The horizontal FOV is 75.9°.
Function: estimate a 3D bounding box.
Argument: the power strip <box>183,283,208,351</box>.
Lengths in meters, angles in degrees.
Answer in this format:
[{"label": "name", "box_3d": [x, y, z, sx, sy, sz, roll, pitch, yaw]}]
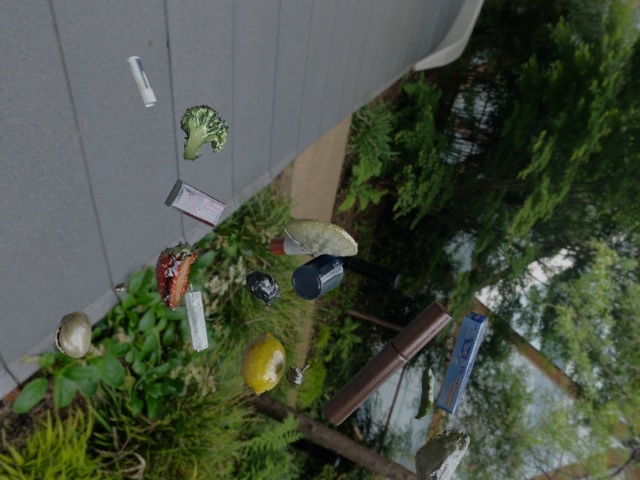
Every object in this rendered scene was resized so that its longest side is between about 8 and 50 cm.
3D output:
[{"label": "power strip", "box_3d": [-0.448, 0.275, 1.472, 0.027, 0.060, 0.253, -145, -131, -75]}]

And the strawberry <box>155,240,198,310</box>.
[{"label": "strawberry", "box_3d": [-0.627, 0.153, 1.700, 0.233, 0.137, 0.307, -71, -176, -72]}]

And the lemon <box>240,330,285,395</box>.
[{"label": "lemon", "box_3d": [-0.236, 0.508, 1.699, 0.188, 0.188, 0.257, 56, 39, -73]}]

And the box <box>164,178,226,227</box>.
[{"label": "box", "box_3d": [-0.503, -0.147, 1.668, 0.224, 0.069, 0.120, 32, 86, -47]}]

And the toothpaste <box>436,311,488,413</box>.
[{"label": "toothpaste", "box_3d": [0.382, 0.329, 1.105, 0.066, 0.053, 0.273, -7, 113, -55]}]

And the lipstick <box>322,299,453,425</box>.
[{"label": "lipstick", "box_3d": [0.138, 0.269, 0.885, 0.357, 0.057, 0.057, -47, 170, 12]}]

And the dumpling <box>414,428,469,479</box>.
[{"label": "dumpling", "box_3d": [0.463, 0.894, 1.628, 0.333, 0.165, 0.086, -61, 171, -14]}]

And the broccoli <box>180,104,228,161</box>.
[{"label": "broccoli", "box_3d": [-0.559, -0.508, 1.984, 0.180, 0.242, 0.273, -69, -178, -79]}]

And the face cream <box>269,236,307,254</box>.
[{"label": "face cream", "box_3d": [-0.150, 0.026, 2.139, 0.095, 0.213, 0.096, -4, 90, -67]}]

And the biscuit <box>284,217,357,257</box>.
[{"label": "biscuit", "box_3d": [0.000, 0.000, 1.400, 0.188, 0.265, 0.040, 106, 1, -51]}]

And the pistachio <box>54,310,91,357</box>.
[{"label": "pistachio", "box_3d": [-0.796, 0.307, 1.328, 0.113, 0.112, 0.149, -34, 126, -68]}]

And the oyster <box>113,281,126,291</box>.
[{"label": "oyster", "box_3d": [-0.857, 0.202, 1.756, 0.093, 0.051, 0.034, 33, -36, 67]}]

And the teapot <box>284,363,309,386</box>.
[{"label": "teapot", "box_3d": [-0.083, 0.532, 1.645, 0.110, 0.080, 0.085, -14, 164, -34]}]

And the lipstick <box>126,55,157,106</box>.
[{"label": "lipstick", "box_3d": [-0.530, -0.472, 1.216, 0.141, 0.040, 0.040, 70, 22, -6]}]

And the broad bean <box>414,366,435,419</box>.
[{"label": "broad bean", "box_3d": [0.437, 0.637, 1.691, 0.046, 0.065, 0.255, -7, 108, -46]}]

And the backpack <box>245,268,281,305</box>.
[{"label": "backpack", "box_3d": [-0.234, 0.185, 1.687, 0.105, 0.120, 0.165, -33, 147, 1]}]

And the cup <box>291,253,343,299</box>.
[{"label": "cup", "box_3d": [-0.005, 0.098, 1.259, 0.138, 0.113, 0.150, -23, 139, -59]}]
